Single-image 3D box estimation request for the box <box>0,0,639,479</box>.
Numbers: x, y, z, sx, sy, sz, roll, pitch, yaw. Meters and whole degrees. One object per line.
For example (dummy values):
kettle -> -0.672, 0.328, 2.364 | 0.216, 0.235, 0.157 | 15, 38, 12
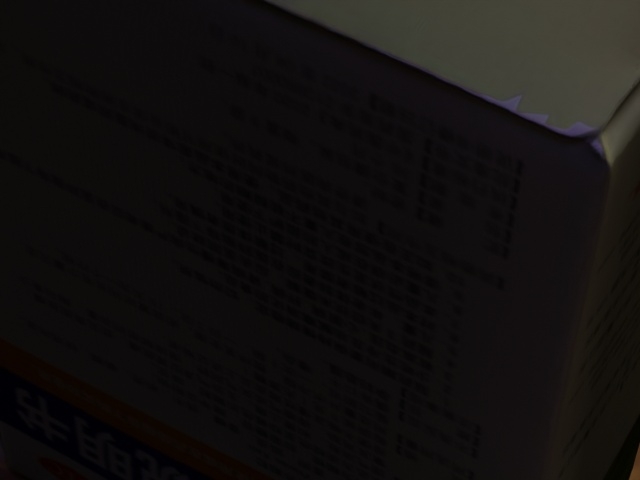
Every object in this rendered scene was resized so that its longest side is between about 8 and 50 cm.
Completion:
box -> 0.000, 0.000, 0.586 | 0.200, 0.299, 0.106 | 26, 57, 18
